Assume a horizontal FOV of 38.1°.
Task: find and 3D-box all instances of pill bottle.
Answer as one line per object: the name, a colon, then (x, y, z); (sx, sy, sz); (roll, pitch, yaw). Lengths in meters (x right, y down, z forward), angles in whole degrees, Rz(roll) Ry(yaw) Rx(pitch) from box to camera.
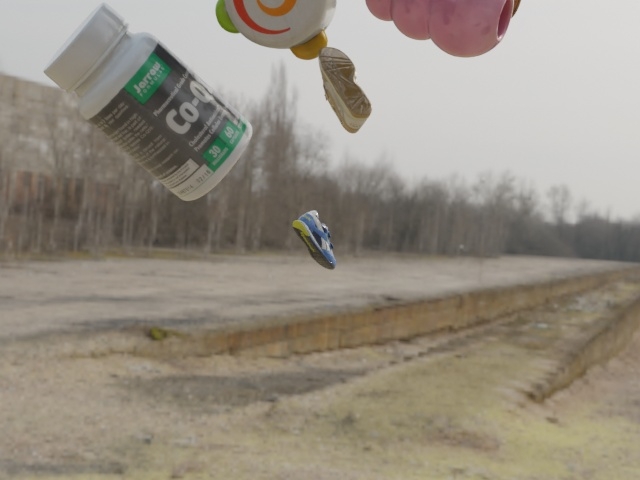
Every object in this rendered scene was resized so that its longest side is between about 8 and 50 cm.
pill bottle: (-0.321, -0.258, 1.739); (0.361, 0.204, 0.204); (41, -16, -22)

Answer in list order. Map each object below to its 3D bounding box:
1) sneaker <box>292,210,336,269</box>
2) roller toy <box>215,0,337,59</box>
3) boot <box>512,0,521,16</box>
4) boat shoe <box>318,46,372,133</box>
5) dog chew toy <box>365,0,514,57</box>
sneaker: (0.000, 0.000, 1.952); (0.053, 0.144, 0.059); (6, 45, 48)
roller toy: (-0.067, -0.444, 1.685); (0.209, 0.191, 0.146); (23, 13, 5)
boot: (0.425, -0.583, 2.372); (0.073, 0.197, 0.152); (47, 30, 22)
boat shoe: (0.030, -0.241, 1.490); (0.063, 0.170, 0.059); (-2, -39, -23)
dog chew toy: (0.245, -0.523, 2.023); (0.332, 0.206, 0.207); (20, 6, 20)
